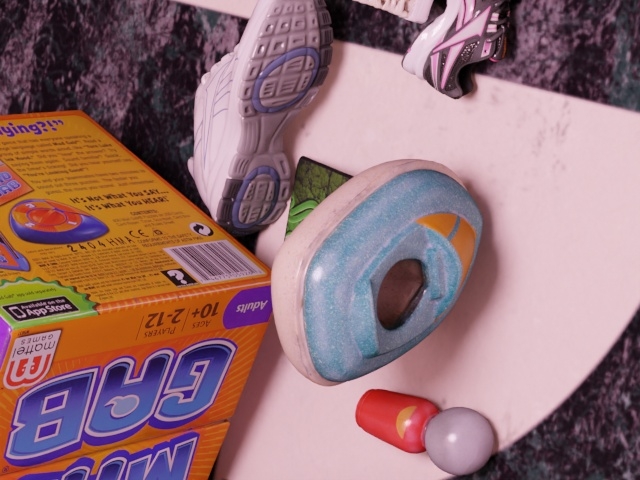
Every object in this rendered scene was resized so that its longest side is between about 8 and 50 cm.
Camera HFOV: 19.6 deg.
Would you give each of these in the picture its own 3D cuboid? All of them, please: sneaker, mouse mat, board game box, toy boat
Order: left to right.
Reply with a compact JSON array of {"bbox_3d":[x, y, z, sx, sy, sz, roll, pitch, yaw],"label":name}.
[{"bbox_3d":[-0.327,0.112,1.919,0.356,0.356,0.356,40,121,32],"label":"board game box"},{"bbox_3d":[-0.081,-0.151,1.938,0.129,0.111,0.297,46,127,39],"label":"sneaker"},{"bbox_3d":[0.000,0.000,1.897,0.189,0.007,0.153,-153,71,-66],"label":"mouse mat"},{"bbox_3d":[0.084,0.081,1.771,0.148,0.267,0.318,17,132,37],"label":"toy boat"},{"bbox_3d":[0.158,-0.212,1.791,0.077,0.072,0.178,44,126,17],"label":"sneaker"}]

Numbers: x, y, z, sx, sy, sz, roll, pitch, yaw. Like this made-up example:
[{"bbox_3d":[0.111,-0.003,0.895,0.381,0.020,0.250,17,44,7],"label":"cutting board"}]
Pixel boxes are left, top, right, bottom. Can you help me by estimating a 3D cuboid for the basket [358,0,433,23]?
[{"bbox_3d":[0.042,-0.291,1.815,0.167,0.103,0.113,41,117,60],"label":"basket"}]
